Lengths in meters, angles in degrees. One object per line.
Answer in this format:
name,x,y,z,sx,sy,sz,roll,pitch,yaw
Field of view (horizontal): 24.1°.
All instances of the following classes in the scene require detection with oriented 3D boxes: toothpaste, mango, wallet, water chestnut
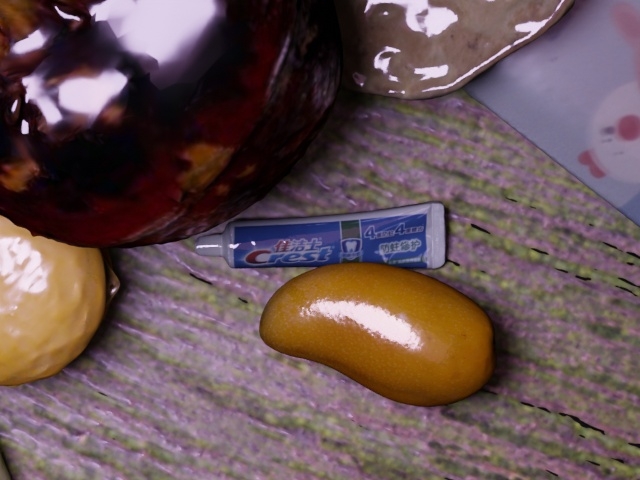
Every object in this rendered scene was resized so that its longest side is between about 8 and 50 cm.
toothpaste,0.000,0.000,1.174,0.197,0.035,0.057,-3,109,0
mango,0.047,0.069,1.154,0.184,0.085,0.102,15,98,10
wallet,0.278,-0.141,1.139,0.360,0.083,0.252,39,98,-1
water chestnut,-0.166,-0.156,1.005,0.335,0.347,0.335,0,91,24

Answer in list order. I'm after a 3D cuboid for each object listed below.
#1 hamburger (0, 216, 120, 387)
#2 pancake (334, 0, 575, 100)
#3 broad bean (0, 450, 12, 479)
hamburger,-0.233,0.032,1.139,0.162,0.115,0.162,0,95,3
pancake,0.069,-0.247,1.115,0.294,0.049,0.294,-1,86,18
broad bean,-0.308,0.180,1.166,0.124,0.082,0.174,-13,92,0
